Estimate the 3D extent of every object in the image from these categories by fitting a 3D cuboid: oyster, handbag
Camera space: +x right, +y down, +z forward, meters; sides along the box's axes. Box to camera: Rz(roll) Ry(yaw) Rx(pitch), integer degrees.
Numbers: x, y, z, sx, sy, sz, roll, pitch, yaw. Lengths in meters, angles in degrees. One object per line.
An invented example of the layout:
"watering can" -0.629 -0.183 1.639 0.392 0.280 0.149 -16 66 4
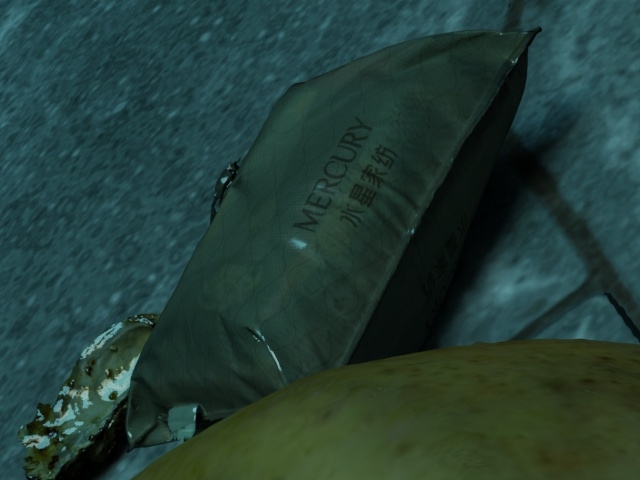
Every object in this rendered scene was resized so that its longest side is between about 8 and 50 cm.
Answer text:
"oyster" -0.119 0.090 1.117 0.132 0.029 0.086 -38 35 0
"handbag" 0.000 0.000 1.017 0.182 0.117 0.270 -15 38 52

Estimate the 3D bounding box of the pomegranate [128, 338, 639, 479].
"pomegranate" 0.044 0.176 0.524 0.322 0.322 0.322 -30 31 20
